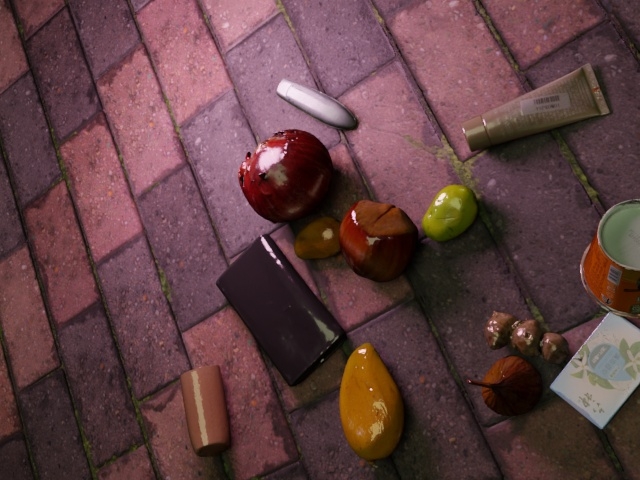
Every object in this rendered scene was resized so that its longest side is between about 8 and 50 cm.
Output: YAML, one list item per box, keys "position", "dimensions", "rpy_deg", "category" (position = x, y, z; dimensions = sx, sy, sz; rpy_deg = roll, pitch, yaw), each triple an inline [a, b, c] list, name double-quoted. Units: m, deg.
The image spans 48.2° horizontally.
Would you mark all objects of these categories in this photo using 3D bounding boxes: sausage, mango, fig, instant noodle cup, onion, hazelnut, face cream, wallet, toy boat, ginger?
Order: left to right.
- position: [-0.331, 0.498, 2.079]
  dimensions: [0.123, 0.123, 0.253]
  rpy_deg: [-20, 74, 24]
  category: "sausage"
- position: [-0.119, 0.194, 2.048]
  dimensions: [0.228, 0.062, 0.406]
  rpy_deg: [-46, 64, 15]
  category: "wallet"
- position: [-0.091, -0.177, 1.995]
  dimensions: [0.276, 0.276, 0.276]
  rpy_deg: [-5, 80, 27]
  category: "onion"
- position: [-0.008, -0.391, 2.077]
  dimensions: [0.260, 0.085, 0.078]
  rpy_deg: [30, 98, 17]
  category: "toy boat"
- position: [0.000, -0.007, 2.003]
  dimensions: [0.164, 0.089, 0.115]
  rpy_deg: [-7, 88, 30]
  category: "mango"
- position: [0.129, 0.424, 1.847]
  dimensions: [0.176, 0.119, 0.317]
  rpy_deg: [-22, 67, 32]
  category: "mango"
- position: [0.149, 0.003, 1.884]
  dimensions: [0.212, 0.181, 0.181]
  rpy_deg: [36, 71, 26]
  category: "hazelnut"
- position: [0.336, -0.067, 1.836]
  dimensions: [0.117, 0.089, 0.163]
  rpy_deg: [35, 111, 20]
  category: "mango"
- position: [0.427, 0.333, 1.659]
  dimensions: [0.133, 0.201, 0.146]
  rpy_deg: [25, 88, 38]
  category: "fig"
- position: [0.491, 0.235, 1.701]
  dimensions: [0.204, 0.080, 0.104]
  rpy_deg: [14, 56, 28]
  category: "ginger"
- position: [0.525, -0.317, 1.781]
  dimensions: [0.341, 0.084, 0.137]
  rpy_deg: [-20, 75, 16]
  category: "face cream"
- position: [0.682, 0.028, 1.540]
  dimensions: [0.230, 0.182, 0.230]
  rpy_deg: [-9, 59, 15]
  category: "instant noodle cup"

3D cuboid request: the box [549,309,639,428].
- position: [0.649, 0.289, 1.611]
  dimensions: [0.142, 0.083, 0.232]
  rpy_deg: [40, 100, 27]
  category: "box"
